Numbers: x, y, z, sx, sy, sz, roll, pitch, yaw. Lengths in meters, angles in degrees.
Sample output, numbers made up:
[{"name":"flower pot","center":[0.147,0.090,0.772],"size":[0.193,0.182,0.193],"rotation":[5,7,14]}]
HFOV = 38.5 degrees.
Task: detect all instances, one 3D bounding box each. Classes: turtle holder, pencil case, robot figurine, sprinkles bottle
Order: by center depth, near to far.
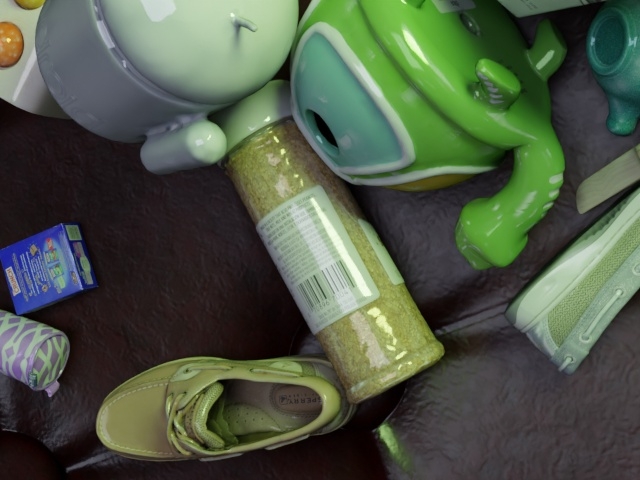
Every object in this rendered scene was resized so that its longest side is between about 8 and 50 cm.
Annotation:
[{"name":"robot figurine","center":[-0.156,-0.214,0.920],"size":[0.353,0.200,0.299],"rotation":[-14,89,54]},{"name":"turtle holder","center":[0.114,-0.150,0.934],"size":[0.320,0.243,0.227],"rotation":[38,129,-19]},{"name":"sprinkles bottle","center":[0.000,0.000,1.013],"size":[0.121,0.121,0.355],"rotation":[-32,81,18]},{"name":"pencil case","center":[-0.424,0.134,1.194],"size":[0.206,0.086,0.088],"rotation":[17,124,20]}]

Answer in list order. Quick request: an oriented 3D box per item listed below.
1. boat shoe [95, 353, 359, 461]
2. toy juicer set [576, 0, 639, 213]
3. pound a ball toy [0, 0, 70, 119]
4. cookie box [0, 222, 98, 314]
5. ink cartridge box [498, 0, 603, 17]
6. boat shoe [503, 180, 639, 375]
[{"name":"boat shoe","center":[-0.129,0.194,1.069],"size":[0.341,0.110,0.121],"rotation":[-14,86,20]},{"name":"toy juicer set","center":[0.329,-0.191,0.862],"size":[0.090,0.209,0.328],"rotation":[-1,91,-22]},{"name":"pound a ball toy","center":[-0.368,-0.300,1.136],"size":[0.208,0.136,0.319],"rotation":[33,101,17]},{"name":"cookie box","center":[-0.352,0.036,1.185],"size":[0.107,0.040,0.091],"rotation":[-20,84,19]},{"name":"ink cartridge box","center":[0.243,-0.303,0.735],"size":[0.115,0.273,0.198],"rotation":[33,84,-22]},{"name":"boat shoe","center":[0.326,0.002,0.902],"size":[0.320,0.118,0.103],"rotation":[-45,83,19]}]
